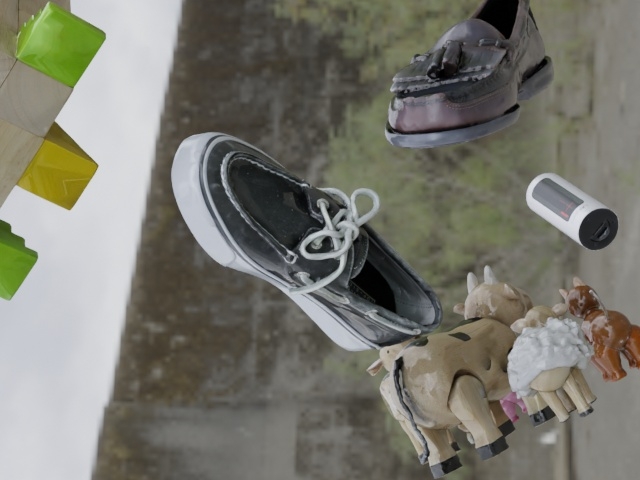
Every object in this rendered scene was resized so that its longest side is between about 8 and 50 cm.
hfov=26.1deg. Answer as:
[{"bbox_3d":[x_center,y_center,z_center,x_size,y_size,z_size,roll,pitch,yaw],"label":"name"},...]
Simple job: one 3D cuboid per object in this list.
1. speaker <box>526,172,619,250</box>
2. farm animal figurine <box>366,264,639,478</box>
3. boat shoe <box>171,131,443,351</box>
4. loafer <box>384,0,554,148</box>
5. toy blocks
[{"bbox_3d":[0.301,-0.035,1.656,0.136,0.055,0.055,-132,38,-61],"label":"speaker"},{"bbox_3d":[0.162,0.129,1.469,0.172,0.330,0.327,62,-153,5],"label":"farm animal figurine"},{"bbox_3d":[-0.001,0.004,1.207,0.306,0.105,0.113,46,-131,-35],"label":"boat shoe"},{"bbox_3d":[0.121,-0.149,1.147,0.302,0.109,0.095,-37,-58,-62],"label":"loafer"},{"bbox_3d":[-0.321,-0.094,1.159,0.381,0.191,0.261,-53,27,21],"label":"toy blocks"}]
